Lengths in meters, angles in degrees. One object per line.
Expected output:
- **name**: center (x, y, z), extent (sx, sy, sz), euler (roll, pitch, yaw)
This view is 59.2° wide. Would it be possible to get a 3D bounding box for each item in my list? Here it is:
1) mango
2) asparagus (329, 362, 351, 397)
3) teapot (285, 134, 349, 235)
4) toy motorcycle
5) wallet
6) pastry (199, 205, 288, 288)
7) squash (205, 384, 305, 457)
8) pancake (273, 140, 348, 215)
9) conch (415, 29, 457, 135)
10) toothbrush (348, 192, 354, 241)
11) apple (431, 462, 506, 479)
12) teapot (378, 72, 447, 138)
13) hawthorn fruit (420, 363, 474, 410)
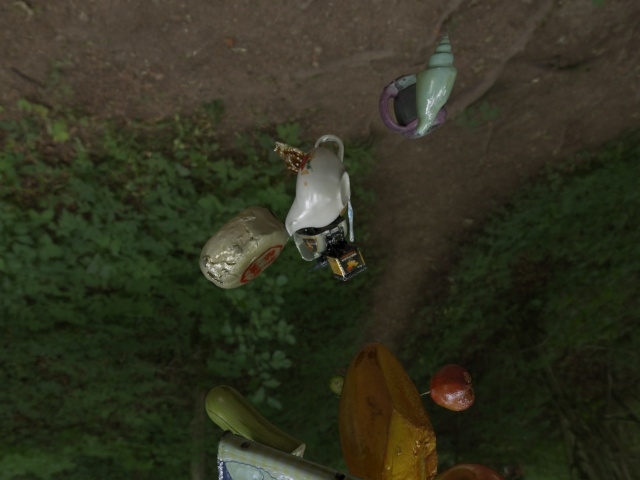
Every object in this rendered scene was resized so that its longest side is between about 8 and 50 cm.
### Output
- **mango**: center (0.131, 0.384, 1.185), extent (0.199, 0.350, 0.201), euler (-17, 151, 5)
- **asparagus**: center (0.064, 0.360, 1.462), extent (0.060, 0.067, 0.277), euler (-23, 168, 7)
- **teapot**: center (0.005, -0.106, 1.042), extent (0.092, 0.226, 0.145), euler (6, 149, 15)
- **toy motorcycle**: center (0.000, 0.000, 1.253), extent (0.090, 0.157, 0.263), euler (-27, -168, -16)
- **wallet**: center (-0.057, 0.498, 1.044), extent (0.309, 0.223, 0.077), euler (7, -169, 28)
- **pastry**: center (-0.207, 0.021, 1.523), extent (0.133, 0.265, 0.265), euler (48, 179, 14)
- **squash**: center (-0.149, 0.397, 1.209), extent (0.250, 0.083, 0.083), euler (28, 179, 25)
- **pancake**: center (-0.031, -0.150, 1.429), extent (0.244, 0.057, 0.266), euler (38, 159, -2)
- **conch**: center (0.196, -0.270, 0.972), extent (0.065, 0.180, 0.088), euler (16, -170, 6)
- **toothbrush**: center (0.086, -0.073, 1.631), extent (0.014, 0.162, 0.017), euler (1, -163, 15)
- **apple**: center (0.251, 0.456, 0.929), extent (0.163, 0.163, 0.139), euler (-4, 121, 52)
- **teapot**: center (0.209, -0.318, 1.337), extent (0.148, 0.146, 0.116), euler (-26, 175, 4)
- **hawthorn fruit**: center (0.349, 0.390, 1.515), extent (0.140, 0.125, 0.125), euler (17, 176, 33)
